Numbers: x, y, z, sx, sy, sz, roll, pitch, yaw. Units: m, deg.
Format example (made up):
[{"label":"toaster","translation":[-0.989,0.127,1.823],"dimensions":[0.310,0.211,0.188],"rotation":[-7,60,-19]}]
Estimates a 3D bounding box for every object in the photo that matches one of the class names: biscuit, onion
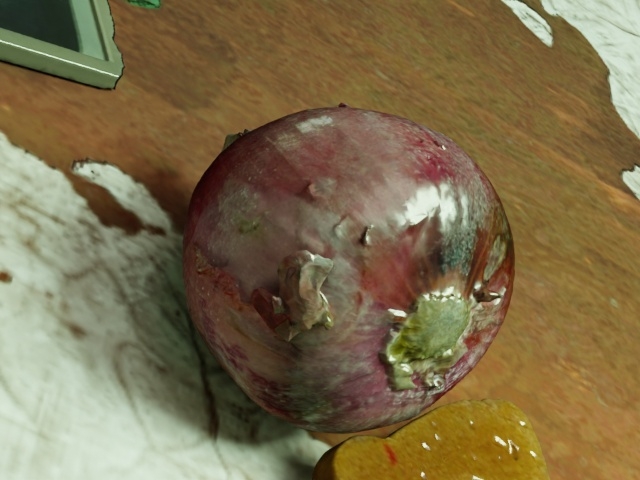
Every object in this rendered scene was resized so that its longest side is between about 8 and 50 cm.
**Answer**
[{"label":"biscuit","translation":[0.056,0.157,0.749],"dimensions":[0.183,0.043,0.280],"rotation":[40,28,-7]},{"label":"onion","translation":[0.000,0.000,0.786],"dimensions":[0.159,0.159,0.195],"rotation":[9,22,-39]}]

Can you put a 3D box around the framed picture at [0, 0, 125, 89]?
[{"label":"framed picture","translation":[-0.217,-0.201,0.912],"dimensions":[0.192,0.018,0.265],"rotation":[14,42,-37]}]
